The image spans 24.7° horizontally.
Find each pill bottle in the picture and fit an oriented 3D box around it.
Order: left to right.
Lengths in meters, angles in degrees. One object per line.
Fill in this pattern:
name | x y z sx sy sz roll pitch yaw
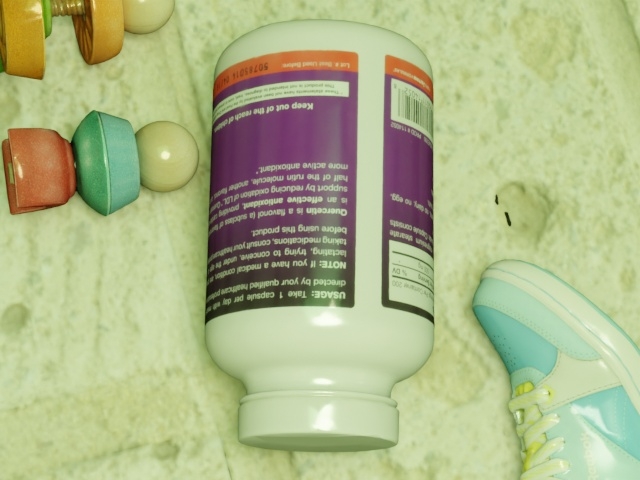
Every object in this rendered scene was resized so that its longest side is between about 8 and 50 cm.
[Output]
pill bottle | 0.000 0.000 1.159 0.181 0.181 0.323 3 75 -7

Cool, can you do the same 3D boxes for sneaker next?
sneaker | 0.185 0.184 1.166 0.208 0.127 0.319 -36 82 -16

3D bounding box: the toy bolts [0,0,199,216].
toy bolts | -0.177 -0.133 1.173 0.158 0.218 0.228 -7 94 -16
